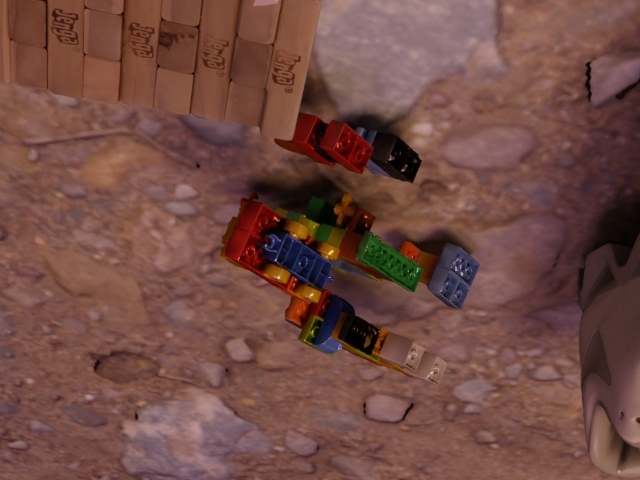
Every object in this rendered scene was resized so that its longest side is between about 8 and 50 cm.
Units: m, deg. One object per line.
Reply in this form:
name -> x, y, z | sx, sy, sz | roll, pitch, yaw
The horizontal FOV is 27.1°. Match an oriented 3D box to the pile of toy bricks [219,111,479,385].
pile of toy bricks -> 0.000, 0.000, 0.760 | 0.105, 0.118, 0.212 | 17, 169, 36

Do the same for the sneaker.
sneaker -> 0.213, 0.050, 0.644 | 0.122, 0.146, 0.330 | 12, 162, -4

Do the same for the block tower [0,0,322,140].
block tower -> -0.164, -0.138, 0.610 | 0.335, 0.097, 0.091 | 12, 142, -1
